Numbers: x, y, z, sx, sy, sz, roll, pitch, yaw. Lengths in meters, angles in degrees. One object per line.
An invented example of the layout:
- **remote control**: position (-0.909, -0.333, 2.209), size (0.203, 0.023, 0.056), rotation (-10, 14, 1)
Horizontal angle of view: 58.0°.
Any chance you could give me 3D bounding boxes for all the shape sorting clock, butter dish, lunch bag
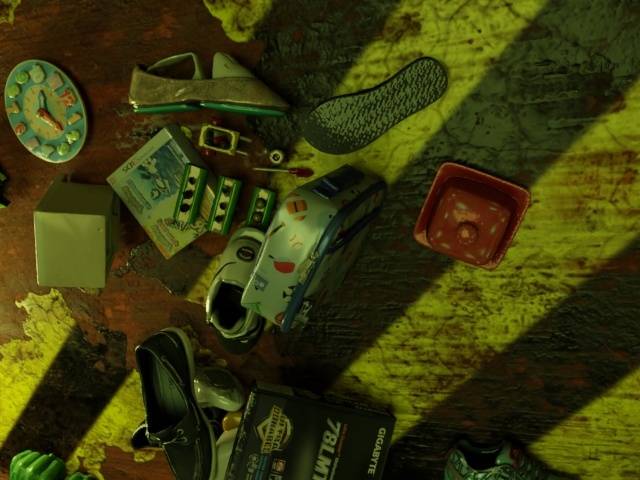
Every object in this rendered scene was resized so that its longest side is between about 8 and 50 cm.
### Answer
- **shape sorting clock**: position (-0.556, -0.258, 1.164), size (0.206, 0.040, 0.206), rotation (6, 111, 16)
- **butter dish**: position (0.241, -0.025, 0.941), size (0.160, 0.118, 0.159), rotation (22, 116, 9)
- **lunch bag**: position (0.000, 0.000, 0.928), size (0.115, 0.303, 0.243), rotation (31, 116, 9)

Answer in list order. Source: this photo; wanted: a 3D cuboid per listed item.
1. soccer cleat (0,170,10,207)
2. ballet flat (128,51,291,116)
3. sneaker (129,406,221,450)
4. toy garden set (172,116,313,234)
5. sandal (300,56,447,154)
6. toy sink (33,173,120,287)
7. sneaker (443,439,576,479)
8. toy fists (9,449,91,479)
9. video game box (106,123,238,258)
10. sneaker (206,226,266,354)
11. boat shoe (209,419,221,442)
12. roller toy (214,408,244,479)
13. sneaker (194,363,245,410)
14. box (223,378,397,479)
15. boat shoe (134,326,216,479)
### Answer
- **soccer cleat**: position (-0.725, -0.153, 1.256), size (0.072, 0.060, 0.178), rotation (0, 116, 8)
- **ballet flat**: position (-0.201, -0.274, 1.009), size (0.316, 0.107, 0.106), rotation (5, 98, 16)
- **sneaker**: position (-0.333, 0.424, 1.317), size (0.232, 0.090, 0.081), rotation (-26, 100, 25)
- **toy garden set**: position (-0.134, -0.097, 1.050), size (0.244, 0.049, 0.203), rotation (18, 103, 1)
- **sandal**: position (0.090, -0.218, 0.963), size (0.255, 0.054, 0.097), rotation (-21, 109, 14)
- **toy sink**: position (-0.474, -0.027, 1.159), size (0.131, 0.234, 0.152), rotation (3, 113, -14)
- **sneaker**: position (0.364, 0.444, 1.085), size (0.262, 0.104, 0.125), rotation (4, 109, 17)
- **toy fists**: position (-0.690, 0.652, 1.523), size (0.279, 0.096, 0.142), rotation (30, 126, 4)
- **video game box**: position (-0.294, -0.093, 1.135), size (0.187, 0.048, 0.205), rotation (-33, 97, 28)
- **sneaker**: position (-0.171, 0.137, 1.096), size (0.123, 0.146, 0.330), rotation (15, 133, 4)
- **boat shoe**: position (-0.245, 0.453, 1.307), size (0.046, 0.038, 0.125), rotation (-4, 130, -14)
- **roller toy**: position (-0.145, 0.484, 1.245), size (0.209, 0.146, 0.191), rotation (28, 105, 3)
- **sneaker**: position (-0.268, 0.330, 1.259), size (0.232, 0.090, 0.115), rotation (18, 107, 22)
- **box**: position (-0.030, 0.447, 1.127), size (0.294, 0.073, 0.295), rotation (16, 92, -8)
- **boat shoe**: position (-0.299, 0.349, 1.154), size (0.127, 0.113, 0.339), rotation (-8, 88, 24)
